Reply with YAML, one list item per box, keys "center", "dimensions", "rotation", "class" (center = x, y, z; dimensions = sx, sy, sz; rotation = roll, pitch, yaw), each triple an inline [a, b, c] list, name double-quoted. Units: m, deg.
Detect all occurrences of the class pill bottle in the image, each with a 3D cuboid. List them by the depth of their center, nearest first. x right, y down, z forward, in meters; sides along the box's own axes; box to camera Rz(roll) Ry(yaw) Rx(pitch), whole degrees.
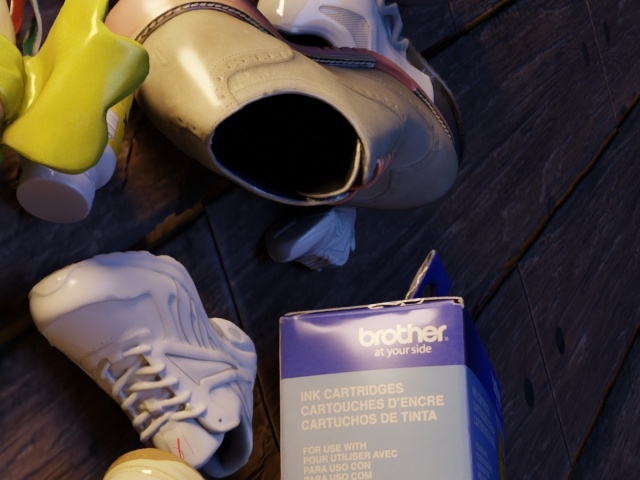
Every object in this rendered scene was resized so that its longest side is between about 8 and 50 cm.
- center: [-0.160, -0.071, 0.944]
  dimensions: [0.065, 0.065, 0.116]
  rotation: [52, 38, -44]
  class: "pill bottle"

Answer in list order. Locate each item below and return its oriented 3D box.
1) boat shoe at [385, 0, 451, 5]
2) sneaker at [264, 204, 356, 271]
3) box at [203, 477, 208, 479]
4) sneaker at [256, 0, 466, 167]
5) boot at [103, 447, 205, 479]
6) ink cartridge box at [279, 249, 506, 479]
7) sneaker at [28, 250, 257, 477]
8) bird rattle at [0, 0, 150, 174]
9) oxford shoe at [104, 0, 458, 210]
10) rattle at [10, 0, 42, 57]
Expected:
- center: [0.076, -0.306, 1.468]
  dimensions: [0.301, 0.108, 0.102]
  rotation: [-4, 85, -67]
  class: "boat shoe"
- center: [0.000, 0.000, 1.258]
  dimensions: [0.152, 0.053, 0.061]
  rotation: [-33, 113, -63]
  class: "sneaker"
- center: [-0.066, 0.255, 1.046]
  dimensions: [0.186, 0.038, 0.145]
  rotation: [37, 48, -53]
  class: "box"
- center: [0.024, -0.129, 1.311]
  dimensions: [0.330, 0.122, 0.146]
  rotation: [53, 54, -44]
  class: "sneaker"
- center: [-0.073, 0.276, 0.857]
  dimensions: [0.262, 0.095, 0.203]
  rotation: [56, 28, -13]
  class: "boot"
- center: [0.066, 0.212, 1.142]
  dimensions: [0.270, 0.151, 0.396]
  rotation: [56, 29, -68]
  class: "ink cartridge box"
- center: [-0.100, 0.089, 0.948]
  dimensions: [0.232, 0.090, 0.115]
  rotation: [39, 29, -52]
  class: "sneaker"
- center: [-0.234, -0.100, 0.794]
  dimensions: [0.253, 0.143, 0.207]
  rotation: [-19, 86, -51]
  class: "bird rattle"
- center: [-0.002, -0.070, 1.124]
  dimensions: [0.397, 0.140, 0.146]
  rotation: [15, 32, -51]
  class: "oxford shoe"
- center: [-0.161, -0.217, 0.921]
  dimensions: [0.130, 0.142, 0.200]
  rotation: [62, 19, -70]
  class: "rattle"
